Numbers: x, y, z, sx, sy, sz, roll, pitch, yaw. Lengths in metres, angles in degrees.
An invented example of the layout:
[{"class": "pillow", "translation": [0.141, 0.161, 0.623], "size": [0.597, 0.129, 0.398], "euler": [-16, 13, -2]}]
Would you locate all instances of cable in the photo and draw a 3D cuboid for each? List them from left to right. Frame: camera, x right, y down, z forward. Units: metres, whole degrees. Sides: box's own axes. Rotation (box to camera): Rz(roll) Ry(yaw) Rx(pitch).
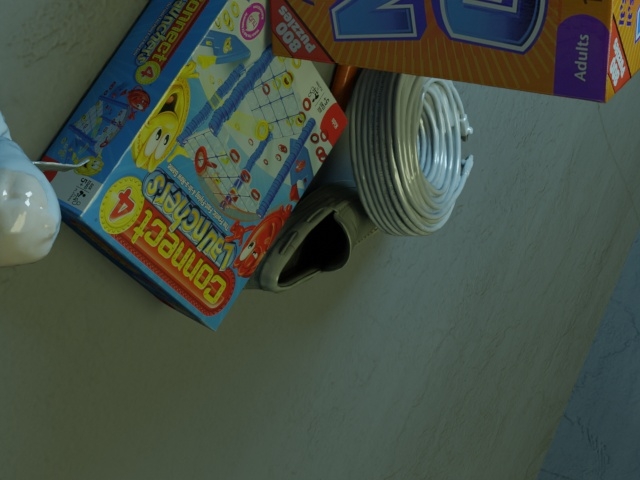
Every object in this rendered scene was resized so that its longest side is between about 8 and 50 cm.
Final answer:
[{"class": "cable", "translation": [0.118, -0.134, 1.489], "size": [0.257, 0.089, 0.257], "euler": [-65, 144, -43]}]

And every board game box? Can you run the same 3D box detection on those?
[{"class": "board game box", "translation": [-0.126, -0.097, 1.205], "size": [0.302, 0.086, 0.308], "euler": [-58, 149, -11]}, {"class": "board game box", "translation": [0.183, -0.381, 1.124], "size": [0.356, 0.356, 0.356], "euler": [-40, 135, -50]}]

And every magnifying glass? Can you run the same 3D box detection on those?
[{"class": "magnifying glass", "translation": [0.049, -0.275, 1.411], "size": [0.092, 0.026, 0.231], "euler": [-9, 117, -55]}]

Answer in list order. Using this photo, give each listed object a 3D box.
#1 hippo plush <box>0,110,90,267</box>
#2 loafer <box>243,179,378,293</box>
[{"class": "hippo plush", "translation": [-0.278, -0.123, 0.803], "size": [0.294, 0.234, 0.237], "euler": [-24, 131, -48]}, {"class": "loafer", "translation": [0.000, 0.000, 1.446], "size": [0.319, 0.111, 0.112], "euler": [-26, 132, -47]}]
